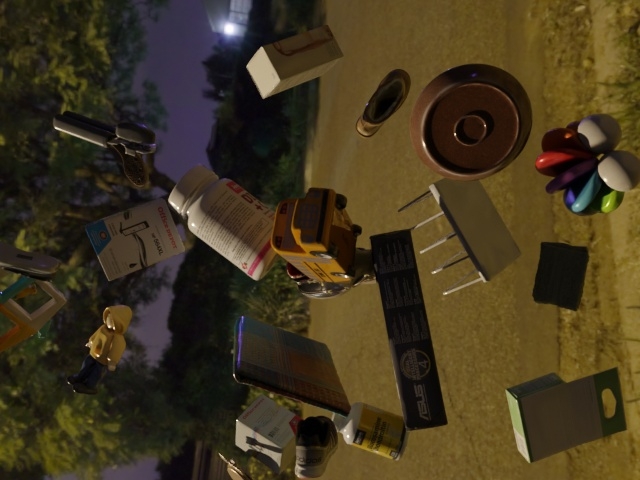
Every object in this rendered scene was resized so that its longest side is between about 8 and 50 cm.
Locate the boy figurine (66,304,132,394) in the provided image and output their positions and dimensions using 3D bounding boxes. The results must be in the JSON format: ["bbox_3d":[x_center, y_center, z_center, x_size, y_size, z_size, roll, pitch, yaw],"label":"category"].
[{"bbox_3d":[-0.672,0.336,1.603,0.177,0.092,0.285,31,93,42],"label":"boy figurine"}]

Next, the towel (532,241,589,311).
[{"bbox_3d":[0.543,0.079,1.165,0.110,0.027,0.148,12,98,43],"label":"towel"}]

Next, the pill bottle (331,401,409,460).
[{"bbox_3d":[0.118,0.457,1.260,0.103,0.184,0.103,18,-90,-86],"label":"pill bottle"}]

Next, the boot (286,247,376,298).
[{"bbox_3d":[0.009,0.089,1.556,0.377,0.284,0.138,-14,73,39],"label":"boot"}]

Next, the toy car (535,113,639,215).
[{"bbox_3d":[0.464,-0.128,0.932,0.159,0.136,0.182,115,139,-67],"label":"toy car"}]

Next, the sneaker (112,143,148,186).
[{"bbox_3d":[-0.537,-0.242,1.489,0.188,0.066,0.071,61,-163,4],"label":"sneaker"}]

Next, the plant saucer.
[{"bbox_3d":[0.210,-0.159,0.723,0.029,0.168,0.168,-68,-10,-62],"label":"plant saucer"}]

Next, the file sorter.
[{"bbox_3d":[0.366,-0.022,1.396,0.173,0.193,0.278,-33,84,48],"label":"file sorter"}]

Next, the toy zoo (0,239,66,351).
[{"bbox_3d":[-0.707,0.129,1.131,0.030,0.192,0.293,35,159,46],"label":"toy zoo"}]

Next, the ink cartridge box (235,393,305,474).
[{"bbox_3d":[-0.154,0.589,1.579,0.128,0.176,0.127,-35,-38,-48],"label":"ink cartridge box"}]

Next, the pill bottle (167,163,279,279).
[{"bbox_3d":[-0.215,-0.047,1.246,0.160,0.283,0.160,-53,-2,-2],"label":"pill bottle"}]

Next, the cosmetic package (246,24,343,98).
[{"bbox_3d":[-0.087,-0.622,1.789,0.153,0.296,0.129,-20,101,57],"label":"cosmetic package"}]

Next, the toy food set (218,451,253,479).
[{"bbox_3d":[-0.239,0.725,1.587,0.038,0.132,0.192,-40,-47,-35],"label":"toy food set"}]

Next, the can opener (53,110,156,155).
[{"bbox_3d":[-0.584,-0.309,1.411,0.076,0.283,0.095,-69,-2,-60],"label":"can opener"}]

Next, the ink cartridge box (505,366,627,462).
[{"bbox_3d":[0.542,0.374,1.138,0.056,0.235,0.171,-124,17,-74],"label":"ink cartridge box"}]

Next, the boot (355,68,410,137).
[{"bbox_3d":[0.184,-0.379,1.357,0.236,0.089,0.269,-59,2,0],"label":"boot"}]

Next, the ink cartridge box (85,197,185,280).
[{"bbox_3d":[-0.472,-0.007,1.325,0.086,0.203,0.148,16,128,66],"label":"ink cartridge box"}]

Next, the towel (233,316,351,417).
[{"bbox_3d":[-0.081,0.289,1.233,0.370,0.271,0.040,-128,60,-78],"label":"towel"}]

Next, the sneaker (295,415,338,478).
[{"bbox_3d":[-0.005,0.327,0.870,0.170,0.063,0.075,-24,-64,-78],"label":"sneaker"}]

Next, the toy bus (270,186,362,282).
[{"bbox_3d":[0.000,0.000,0.989,0.333,0.130,0.108,49,-131,-70],"label":"toy bus"}]

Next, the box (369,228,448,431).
[{"bbox_3d":[0.188,0.177,1.159,0.318,0.097,0.395,11,-111,-86],"label":"box"}]

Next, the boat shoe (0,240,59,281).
[{"bbox_3d":[-0.534,0.040,0.902,0.049,0.142,0.040,-91,21,-56],"label":"boat shoe"}]
